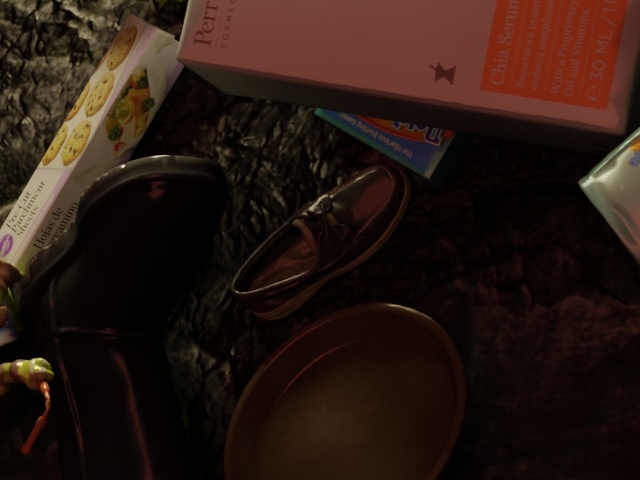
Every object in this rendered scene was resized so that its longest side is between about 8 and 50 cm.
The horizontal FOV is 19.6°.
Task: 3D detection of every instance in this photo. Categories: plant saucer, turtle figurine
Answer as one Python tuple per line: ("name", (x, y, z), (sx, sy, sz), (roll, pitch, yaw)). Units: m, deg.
("plant saucer", (0.029, 0.190, 1.865), (0.278, 0.041, 0.278), (-19, 49, 23))
("turtle figurine", (-0.392, 0.139, 2.016), (0.269, 0.087, 0.217), (-23, 58, 39))

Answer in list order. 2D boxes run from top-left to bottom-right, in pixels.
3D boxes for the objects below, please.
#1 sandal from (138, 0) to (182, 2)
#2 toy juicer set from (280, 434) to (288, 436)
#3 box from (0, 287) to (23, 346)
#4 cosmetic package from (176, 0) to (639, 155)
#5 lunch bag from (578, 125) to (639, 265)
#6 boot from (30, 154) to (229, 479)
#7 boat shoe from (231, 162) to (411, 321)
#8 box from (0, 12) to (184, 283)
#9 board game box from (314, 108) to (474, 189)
("sandal", (-0.130, -0.357, 2.082), (0.317, 0.126, 0.138), (-9, 71, 14))
("toy juicer set", (0.077, 0.310, 1.832), (0.209, 0.089, 0.329), (-22, 69, 19))
("box", (-0.416, 0.061, 2.134), (0.109, 0.042, 0.178), (-25, 70, 3))
("cosmetic package", (0.110, -0.236, 1.844), (0.453, 0.161, 0.230), (10, 86, 16))
("lunch bag", (0.394, -0.024, 1.699), (0.223, 0.160, 0.262), (-39, 87, 12))
("boot", (-0.172, 0.180, 1.881), (0.367, 0.146, 0.445), (137, 130, -56))
("boat shoe", (-0.001, 0.000, 1.952), (0.223, 0.073, 0.080), (-41, 65, 12))
("box", (-0.261, -0.100, 2.096), (0.067, 0.063, 0.324), (34, 94, 47))
("board game box", (0.113, -0.183, 1.958), (0.160, 0.047, 0.210), (31, 92, 27))
